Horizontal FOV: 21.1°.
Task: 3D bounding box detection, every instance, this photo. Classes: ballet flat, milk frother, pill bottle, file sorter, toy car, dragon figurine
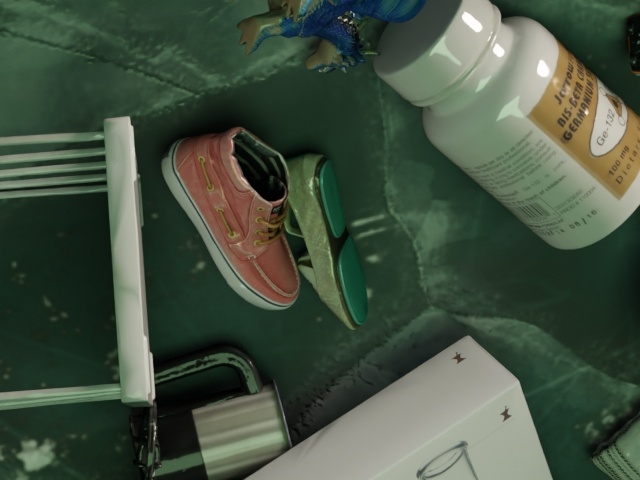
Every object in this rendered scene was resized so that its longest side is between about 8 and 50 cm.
[{"bbox_3d":[0.000,0.000,1.468,0.052,0.057,0.168,-2,117,23],"label":"ballet flat"},{"bbox_3d":[-0.095,0.170,1.475,0.134,0.143,0.129,-15,114,-4],"label":"milk frother"},{"bbox_3d":[0.157,-0.106,1.394,0.229,0.131,0.131,38,104,-25],"label":"pill bottle"},{"bbox_3d":[-0.215,0.032,1.276,0.173,0.278,0.193,-4,84,-6],"label":"file sorter"},{"bbox_3d":[0.312,-0.175,1.436,0.122,0.060,0.040,-23,150,8],"label":"toy car"},{"bbox_3d":[0.023,-0.199,1.253,0.144,0.289,0.085,-13,78,-28],"label":"dragon figurine"}]

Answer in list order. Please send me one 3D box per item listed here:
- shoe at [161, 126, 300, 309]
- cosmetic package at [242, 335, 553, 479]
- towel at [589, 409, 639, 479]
[{"bbox_3d":[-0.053,-0.016,1.415,0.081,0.063,0.178,-12,122,41],"label":"shoe"},{"bbox_3d":[0.037,0.299,1.521,0.377,0.097,0.284,-32,125,-12],"label":"cosmetic package"},{"bbox_3d":[0.473,0.197,1.605,0.312,0.056,0.324,43,101,-6],"label":"towel"}]
